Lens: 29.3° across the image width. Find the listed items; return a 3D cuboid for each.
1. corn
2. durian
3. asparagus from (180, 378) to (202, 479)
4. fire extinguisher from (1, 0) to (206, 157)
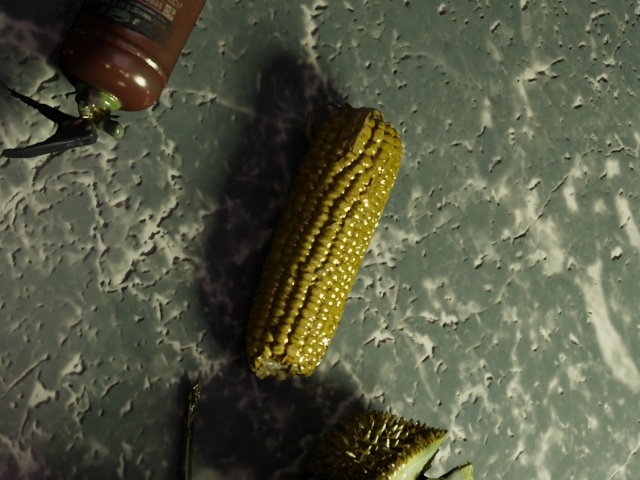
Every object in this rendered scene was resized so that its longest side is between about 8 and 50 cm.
[{"bbox_3d":[0.000,0.000,1.206,0.106,0.106,0.293,27,74,-24],"label":"corn"},{"bbox_3d":[0.040,0.259,1.172,0.237,0.137,0.193,25,61,-52],"label":"durian"},{"bbox_3d":[-0.125,0.190,1.175,0.015,0.014,0.114,4,85,-7],"label":"asparagus"},{"bbox_3d":[-0.183,-0.215,1.131,0.138,0.102,0.344,22,75,8],"label":"fire extinguisher"}]
